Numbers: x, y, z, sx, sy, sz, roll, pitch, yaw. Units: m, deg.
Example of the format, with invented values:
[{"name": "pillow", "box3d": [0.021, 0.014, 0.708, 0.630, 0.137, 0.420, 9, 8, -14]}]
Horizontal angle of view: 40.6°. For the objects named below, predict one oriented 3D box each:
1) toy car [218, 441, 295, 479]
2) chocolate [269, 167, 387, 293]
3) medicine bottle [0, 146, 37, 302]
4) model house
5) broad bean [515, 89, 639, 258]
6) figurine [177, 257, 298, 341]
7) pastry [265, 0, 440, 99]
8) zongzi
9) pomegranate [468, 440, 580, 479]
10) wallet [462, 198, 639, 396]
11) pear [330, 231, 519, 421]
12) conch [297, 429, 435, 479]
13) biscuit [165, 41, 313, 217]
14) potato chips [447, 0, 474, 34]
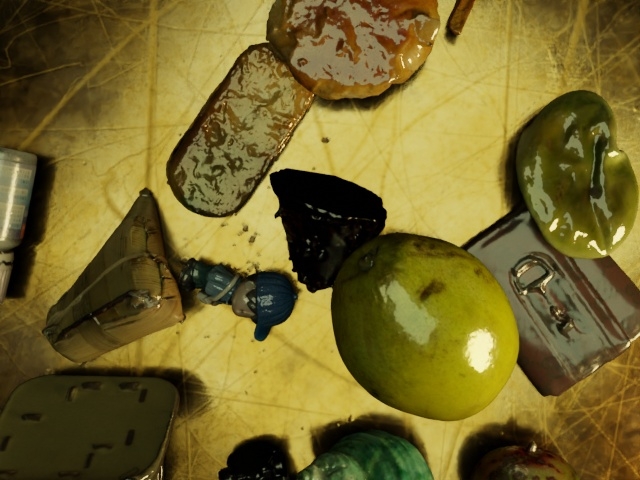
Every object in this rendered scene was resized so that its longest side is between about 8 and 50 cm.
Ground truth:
[{"name": "toy car", "box3d": [-0.065, 0.368, 1.107, 0.089, 0.108, 0.209, -19, 56, 6]}, {"name": "chocolate", "box3d": [0.000, 0.000, 1.084, 0.156, 0.156, 0.133, 18, 110, 2]}, {"name": "medicine bottle", "box3d": [-0.426, -0.021, 1.122, 0.083, 0.083, 0.203, 13, 91, 2]}, {"name": "model house", "box3d": [-0.283, 0.334, 1.102, 0.218, 0.205, 0.278, 0, 121, 4]}, {"name": "broad bean", "box3d": [0.315, -0.083, 1.069, 0.153, 0.072, 0.206, 0, 77, -1]}, {"name": "figurine", "box3d": [-0.105, 0.068, 1.120, 0.149, 0.086, 0.087, 24, 68, 13]}, {"name": "pastry", "box3d": [0.036, -0.288, 1.082, 0.218, 0.100, 0.229, -10, 90, 0]}, {"name": "zongzi", "box3d": [-0.275, 0.046, 1.124, 0.194, 0.099, 0.197, -27, 59, 16]}, {"name": "pomegranate", "box3d": [0.249, 0.335, 1.083, 0.148, 0.148, 0.169, 22, 118, 2]}, {"name": "wallet", "box3d": [0.295, 0.064, 1.109, 0.182, 0.049, 0.229, -37, 88, 5]}, {"name": "pear", "box3d": [0.123, 0.102, 1.032, 0.212, 0.212, 0.269, -43, 126, 3]}, {"name": "conch", "box3d": [0.058, 0.335, 1.082, 0.202, 0.134, 0.196, 36, 91, 0]}, {"name": "biscuit", "box3d": [-0.105, -0.143, 1.132, 0.118, 0.029, 0.247, 35, 91, -3]}, {"name": "potato chips", "box3d": [0.210, -0.355, 1.111, 0.026, 0.037, 0.204, 27, 87, -8]}]
